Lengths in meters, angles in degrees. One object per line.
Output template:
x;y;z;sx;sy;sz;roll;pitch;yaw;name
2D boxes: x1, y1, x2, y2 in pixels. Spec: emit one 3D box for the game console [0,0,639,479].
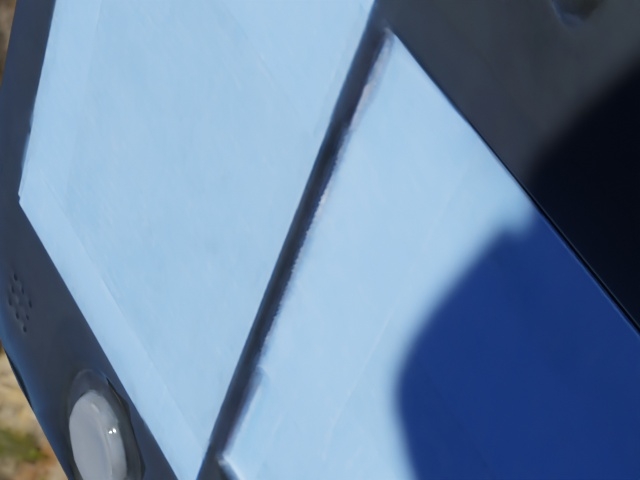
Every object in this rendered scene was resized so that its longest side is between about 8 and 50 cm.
0.000;0.000;0.439;0.342;0.060;0.386;60;145;34;game console
